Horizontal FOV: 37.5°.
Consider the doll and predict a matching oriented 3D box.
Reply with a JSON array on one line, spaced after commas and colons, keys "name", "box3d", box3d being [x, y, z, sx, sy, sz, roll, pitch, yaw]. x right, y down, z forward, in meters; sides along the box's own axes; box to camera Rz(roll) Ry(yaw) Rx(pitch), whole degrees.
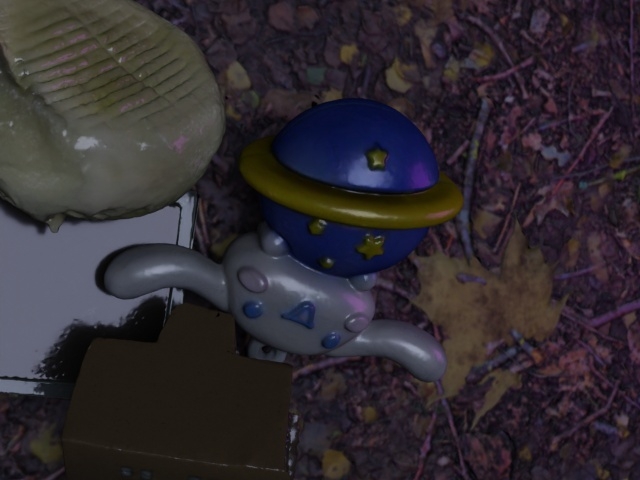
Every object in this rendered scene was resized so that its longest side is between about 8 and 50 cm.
[{"name": "doll", "box3d": [-0.027, -0.012, 0.823, 0.310, 0.160, 0.243, 3, 128, -10]}]

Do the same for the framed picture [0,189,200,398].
[{"name": "framed picture", "box3d": [-0.240, 0.036, 0.809, 0.252, 0.014, 0.197, 9, 86, -20]}]

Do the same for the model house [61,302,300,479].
[{"name": "model house", "box3d": [-0.111, 0.197, 0.791, 0.180, 0.176, 0.248, 8, 128, 0]}]

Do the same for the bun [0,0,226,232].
[{"name": "bun", "box3d": [-0.199, -0.104, 0.759, 0.229, 0.145, 0.229, 20, 41, -19]}]
